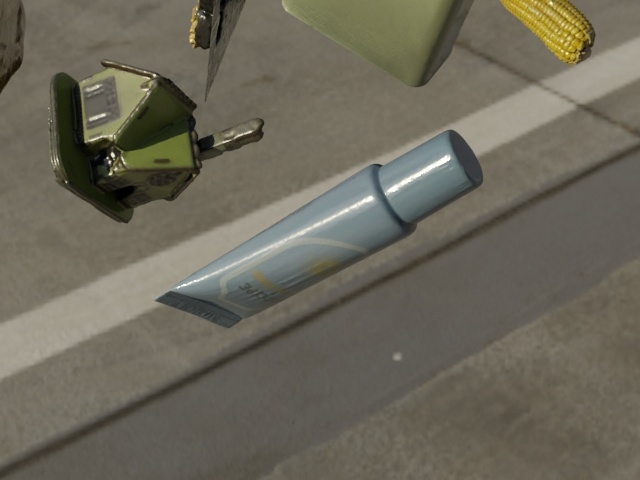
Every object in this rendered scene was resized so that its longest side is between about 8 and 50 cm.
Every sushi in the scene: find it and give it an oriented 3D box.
[{"bbox_3d":[-0.144,-0.344,1.495,0.043,0.279,0.192,18,66,-1],"label":"sushi"}]

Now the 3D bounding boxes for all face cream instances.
[{"bbox_3d":[0.000,0.000,1.193,0.385,0.135,0.086,-30,57,24],"label":"face cream"}]

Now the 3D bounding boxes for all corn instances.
[{"bbox_3d":[0.168,-0.169,0.803,0.037,0.037,0.092,-28,62,-29],"label":"corn"}]

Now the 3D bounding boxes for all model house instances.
[{"bbox_3d":[-0.241,-0.178,1.643,0.278,0.218,0.205,-17,66,18],"label":"model house"}]

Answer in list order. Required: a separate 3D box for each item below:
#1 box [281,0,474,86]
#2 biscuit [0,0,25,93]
[{"bbox_3d":[0.115,-0.496,1.927,0.352,0.344,0.177,33,58,8],"label":"box"},{"bbox_3d":[-0.346,-0.256,1.100,0.062,0.237,0.291,6,24,-6],"label":"biscuit"}]
